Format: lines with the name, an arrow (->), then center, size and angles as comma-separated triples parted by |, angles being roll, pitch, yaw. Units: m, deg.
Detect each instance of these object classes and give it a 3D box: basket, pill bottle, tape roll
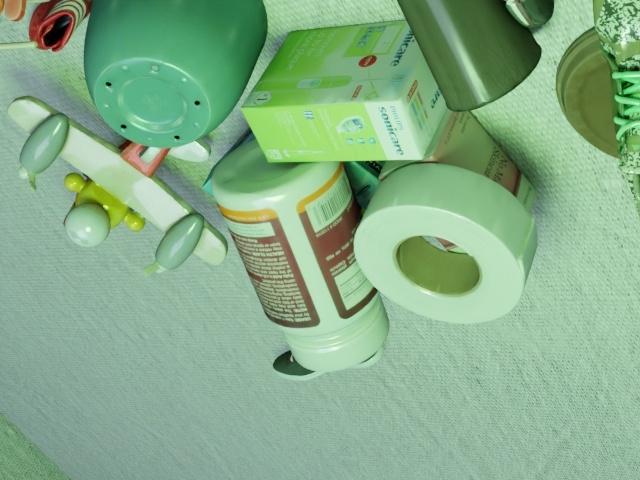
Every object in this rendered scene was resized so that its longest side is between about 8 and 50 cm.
basket -> 0.194, -0.327, 1.502 | 0.154, 0.204, 0.227 | -22, 113, 26
pill bottle -> -0.021, 0.022, 1.834 | 0.224, 0.224, 0.392 | 1, 128, 31
tape roll -> 0.202, 0.009, 1.711 | 0.286, 0.100, 0.286 | 16, 142, 13

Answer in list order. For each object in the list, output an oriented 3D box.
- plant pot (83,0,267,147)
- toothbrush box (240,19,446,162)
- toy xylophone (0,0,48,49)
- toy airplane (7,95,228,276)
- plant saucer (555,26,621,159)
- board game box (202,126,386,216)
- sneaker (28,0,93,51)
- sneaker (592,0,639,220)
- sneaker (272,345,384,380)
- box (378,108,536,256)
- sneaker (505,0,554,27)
plant pot -> -0.244, -0.291, 1.702 | 0.293, 0.235, 0.293 | 4, 137, 4
toothbrush box -> 0.051, -0.234, 1.670 | 0.283, 0.206, 0.122 | 3, 137, 31
toy xylophone -> -0.574, -0.443, 1.826 | 0.323, 0.236, 0.081 | -5, 175, 28
toy airplane -> -0.391, -0.102, 2.059 | 0.386, 0.272, 0.384 | 11, 141, 22
plant saucer -> 0.483, -0.208, 1.570 | 0.278, 0.041, 0.278 | 17, 143, 13
board game box -> -0.007, -0.089, 1.941 | 0.336, 0.079, 0.254 | 36, 127, -14
sneaker -> -0.487, -0.380, 1.895 | 0.087, 0.128, 0.221 | 40, 141, -16
sneaker -> 0.454, -0.176, 1.437 | 0.158, 0.182, 0.410 | 0, 136, 33
sneaker -> -0.014, 0.226, 2.380 | 0.296, 0.104, 0.147 | -15, 126, 36
box -> 0.232, -0.095, 1.776 | 0.232, 0.148, 0.127 | 44, 140, -23
sneaker -> 0.304, -0.406, 1.384 | 0.163, 0.106, 0.281 | -3, 134, 30
